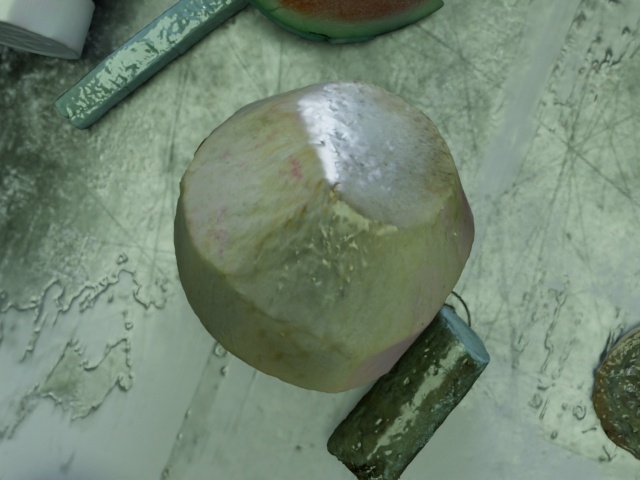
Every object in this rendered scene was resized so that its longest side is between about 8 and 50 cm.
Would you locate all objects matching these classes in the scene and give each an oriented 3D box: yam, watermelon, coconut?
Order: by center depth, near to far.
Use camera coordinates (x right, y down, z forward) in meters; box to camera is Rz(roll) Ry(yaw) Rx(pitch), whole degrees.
[{"bbox_3d":[0.000,0.000,0.768,0.259,0.259,0.259,0,91,1],"label":"coconut"},{"bbox_3d":[0.017,-0.255,0.819,0.231,0.128,0.146,-20,122,-6],"label":"watermelon"},{"bbox_3d":[0.086,0.150,0.836,0.078,0.078,0.179,41,91,0],"label":"yam"}]

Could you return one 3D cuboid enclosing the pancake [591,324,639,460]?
[{"bbox_3d":[0.339,0.144,0.855,0.158,0.028,0.158,0,94,0],"label":"pancake"}]

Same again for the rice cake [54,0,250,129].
[{"bbox_3d":[-0.146,-0.192,0.846,0.245,0.045,0.042,-36,90,1],"label":"rice cake"}]

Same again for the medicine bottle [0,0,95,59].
[{"bbox_3d":[-0.243,-0.321,0.783,0.170,0.170,0.293,15,90,1],"label":"medicine bottle"}]
